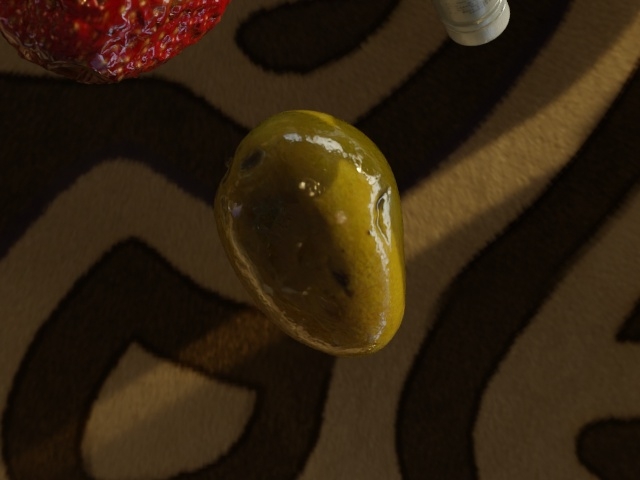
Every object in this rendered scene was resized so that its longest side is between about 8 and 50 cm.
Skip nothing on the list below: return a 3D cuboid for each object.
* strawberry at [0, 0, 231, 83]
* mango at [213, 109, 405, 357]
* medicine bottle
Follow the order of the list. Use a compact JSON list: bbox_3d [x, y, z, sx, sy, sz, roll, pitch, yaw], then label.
[{"bbox_3d":[-0.190,-0.270,1.224,0.250,0.288,0.238,-14,145,31],"label":"strawberry"},{"bbox_3d":[0.000,0.000,0.959,0.137,0.098,0.195,-22,103,18],"label":"mango"},{"bbox_3d":[0.118,-0.209,1.083,0.058,0.058,0.091,-30,143,4],"label":"medicine bottle"}]
